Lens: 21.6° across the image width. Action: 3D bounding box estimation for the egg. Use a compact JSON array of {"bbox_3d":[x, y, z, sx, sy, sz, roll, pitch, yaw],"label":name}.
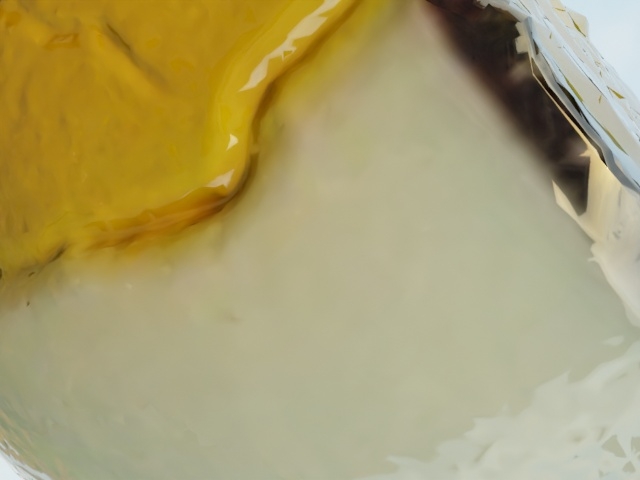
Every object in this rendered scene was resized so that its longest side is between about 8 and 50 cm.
[{"bbox_3d":[0.000,0.000,0.475,0.201,0.337,0.337,-37,-148,16],"label":"egg"}]
